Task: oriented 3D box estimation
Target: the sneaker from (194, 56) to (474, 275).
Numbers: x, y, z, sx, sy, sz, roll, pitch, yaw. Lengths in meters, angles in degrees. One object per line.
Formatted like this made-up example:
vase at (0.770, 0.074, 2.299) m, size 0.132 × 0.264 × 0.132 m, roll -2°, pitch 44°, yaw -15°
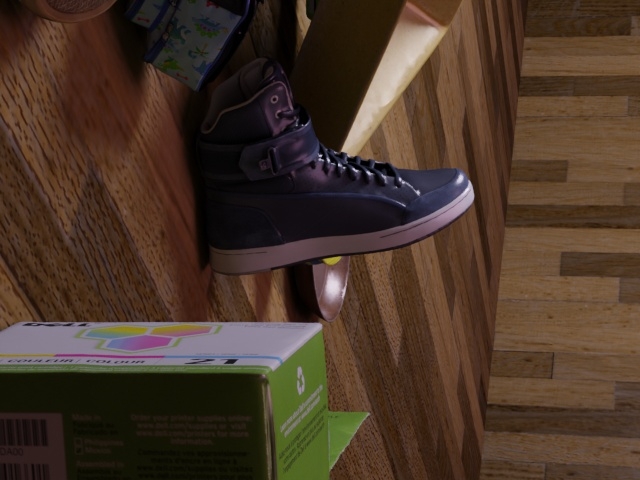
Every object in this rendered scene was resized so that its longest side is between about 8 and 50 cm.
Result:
sneaker at (0.010, -0.072, 1.170) m, size 0.086 × 0.226 × 0.164 m, roll -125°, pitch -155°, yaw -67°

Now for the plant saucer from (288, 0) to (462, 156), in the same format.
plant saucer at (0.074, -0.235, 1.297) m, size 0.333 × 0.081 × 0.333 m, roll -55°, pitch 172°, yaw -41°

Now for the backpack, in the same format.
backpack at (-0.086, -0.170, 1.010) m, size 0.114 × 0.084 × 0.105 m, roll -55°, pitch -167°, yaw 46°

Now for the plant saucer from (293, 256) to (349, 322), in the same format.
plant saucer at (0.000, 0.000, 1.506) m, size 0.168 × 0.029 × 0.169 m, roll 2°, pitch 90°, yaw -76°

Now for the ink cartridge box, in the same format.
ink cartridge box at (-0.086, 0.091, 0.841) m, size 0.255 × 0.188 × 0.097 m, roll -37°, pitch 125°, yaw -74°

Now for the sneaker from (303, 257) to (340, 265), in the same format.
sneaker at (-0.029, -0.041, 1.353) m, size 0.053 × 0.059 × 0.144 m, roll -27°, pitch 102°, yaw -44°

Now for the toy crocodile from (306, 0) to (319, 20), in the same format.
toy crocodile at (0.024, -0.369, 1.418) m, size 0.115 × 0.105 × 0.341 m, roll 6°, pitch 85°, yaw -76°

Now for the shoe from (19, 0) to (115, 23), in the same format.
shoe at (-0.141, -0.188, 0.883) m, size 0.219 × 0.058 × 0.077 m, roll -59°, pitch 159°, yaw -59°
